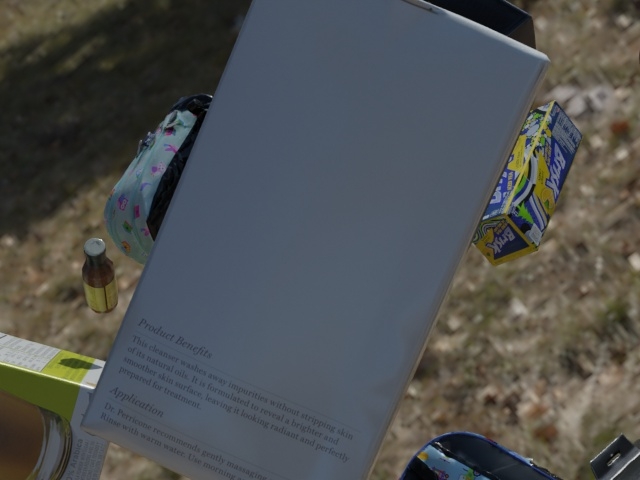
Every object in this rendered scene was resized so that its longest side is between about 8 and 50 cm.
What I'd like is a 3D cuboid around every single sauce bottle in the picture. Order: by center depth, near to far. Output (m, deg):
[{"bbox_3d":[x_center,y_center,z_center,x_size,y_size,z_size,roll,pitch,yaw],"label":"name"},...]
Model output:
[{"bbox_3d":[-0.268,0.042,1.832,0.042,0.042,0.128,-50,-17,-30],"label":"sauce bottle"}]

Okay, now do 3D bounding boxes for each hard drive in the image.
[{"bbox_3d":[0.169,-0.226,1.772,0.054,0.172,0.255,-53,-16,-12],"label":"hard drive"}]

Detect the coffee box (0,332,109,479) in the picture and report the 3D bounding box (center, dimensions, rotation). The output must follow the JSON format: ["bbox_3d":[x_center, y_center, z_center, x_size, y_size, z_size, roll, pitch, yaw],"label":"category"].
[{"bbox_3d":[-0.432,0.279,1.763,0.338,0.334,0.338,-172,97,-84],"label":"coffee box"}]

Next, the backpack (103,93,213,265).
[{"bbox_3d":[-0.149,-0.051,1.656,0.115,0.152,0.182,-5,46,48],"label":"backpack"}]

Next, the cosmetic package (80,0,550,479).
[{"bbox_3d":[0.000,0.000,1.127,0.385,0.217,0.156,-65,-6,5],"label":"cosmetic package"}]

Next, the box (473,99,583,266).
[{"bbox_3d":[0.196,-0.056,1.453,0.059,0.054,0.169,-23,28,43],"label":"box"}]

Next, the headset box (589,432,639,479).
[{"bbox_3d":[0.388,0.353,1.656,0.218,0.293,0.110,-30,2,-44],"label":"headset box"}]

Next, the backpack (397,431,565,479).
[{"bbox_3d":[0.141,0.258,1.357,0.158,0.173,0.117,-59,-1,-5],"label":"backpack"}]
